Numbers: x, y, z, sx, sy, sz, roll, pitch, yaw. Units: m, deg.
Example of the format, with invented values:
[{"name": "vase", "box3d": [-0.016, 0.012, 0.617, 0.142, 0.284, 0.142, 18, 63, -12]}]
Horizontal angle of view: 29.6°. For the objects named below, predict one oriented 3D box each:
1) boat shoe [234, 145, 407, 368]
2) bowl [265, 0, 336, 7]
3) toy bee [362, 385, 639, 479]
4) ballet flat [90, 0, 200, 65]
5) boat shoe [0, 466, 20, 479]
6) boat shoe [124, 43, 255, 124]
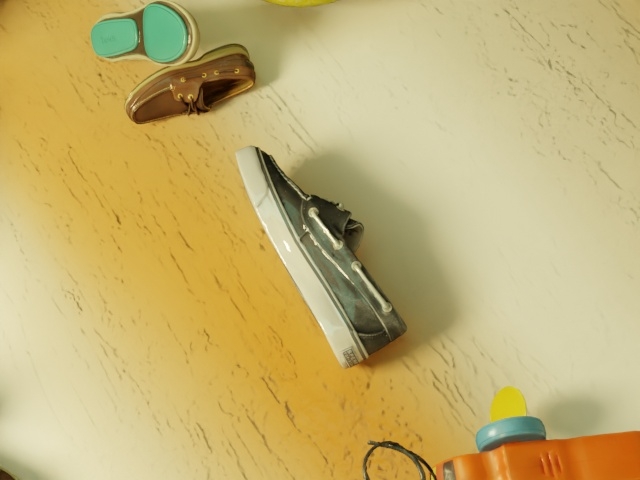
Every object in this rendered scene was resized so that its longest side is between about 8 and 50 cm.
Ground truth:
[{"name": "boat shoe", "box3d": [0.000, 0.000, 1.402, 0.102, 0.108, 0.301, -29, 63, -3]}, {"name": "bowl", "box3d": [-0.009, -0.405, 1.586, 0.289, 0.156, 0.289, -5, 62, 10]}, {"name": "toy bee", "box3d": [0.175, 0.239, 1.229, 0.298, 0.162, 0.195, 19, 57, -5]}, {"name": "ballet flat", "box3d": [-0.207, -0.269, 1.566, 0.248, 0.086, 0.086, 14, 64, 49]}, {"name": "boat shoe", "box3d": [-0.455, 0.251, 1.382, 0.257, 0.095, 0.095, 13, 67, 19]}, {"name": "boat shoe", "box3d": [-0.167, -0.193, 1.565, 0.178, 0.064, 0.060, -24, 58, -3]}]
